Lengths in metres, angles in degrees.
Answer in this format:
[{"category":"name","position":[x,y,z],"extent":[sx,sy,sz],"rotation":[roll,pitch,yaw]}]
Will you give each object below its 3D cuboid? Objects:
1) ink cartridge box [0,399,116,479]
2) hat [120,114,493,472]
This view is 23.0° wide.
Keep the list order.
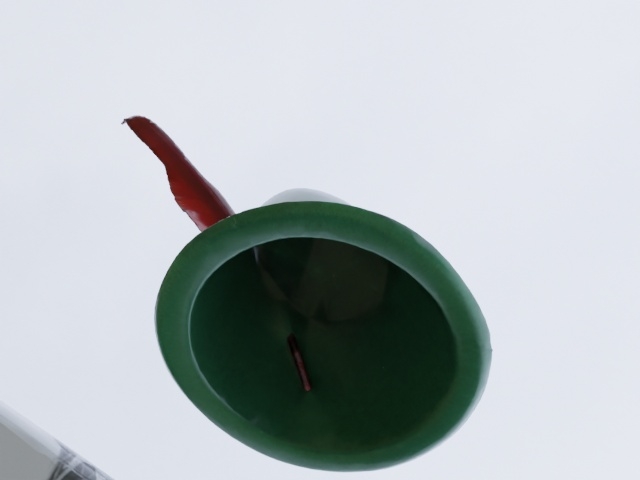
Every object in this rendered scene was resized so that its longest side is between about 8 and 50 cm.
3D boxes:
[{"category":"ink cartridge box","position":[-0.096,0.148,0.570],"extent":[0.121,0.289,0.211],"rotation":[-54,177,-13]},{"category":"hat","position":[0.000,0.000,0.897],"extent":[0.173,0.208,0.183],"rotation":[-35,-157,25]}]
